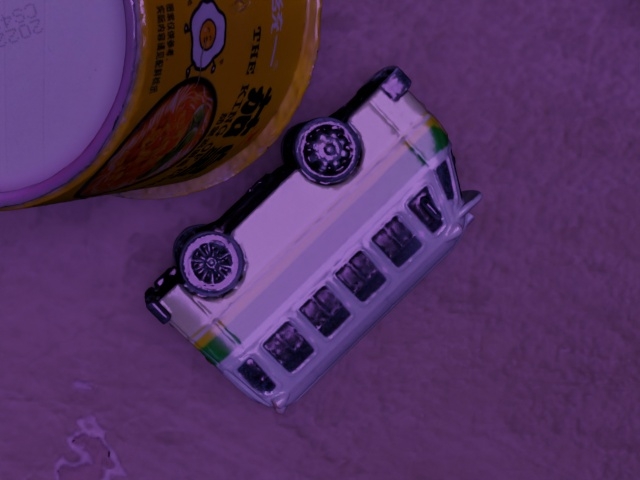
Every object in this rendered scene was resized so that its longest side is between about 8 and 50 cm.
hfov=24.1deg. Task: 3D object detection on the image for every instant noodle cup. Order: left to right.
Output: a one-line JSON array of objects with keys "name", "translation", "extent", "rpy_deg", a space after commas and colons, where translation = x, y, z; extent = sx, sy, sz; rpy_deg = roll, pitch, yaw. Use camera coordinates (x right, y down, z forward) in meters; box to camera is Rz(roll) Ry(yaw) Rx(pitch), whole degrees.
[{"name": "instant noodle cup", "translation": [-0.188, -0.164, 1.071], "extent": [0.325, 0.254, 0.326], "rpy_deg": [4, 104, 19]}]

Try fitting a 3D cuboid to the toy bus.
[{"name": "toy bus", "translation": [0.000, 0.000, 1.229], "extent": [0.276, 0.133, 0.165], "rpy_deg": [-43, 98, -3]}]
